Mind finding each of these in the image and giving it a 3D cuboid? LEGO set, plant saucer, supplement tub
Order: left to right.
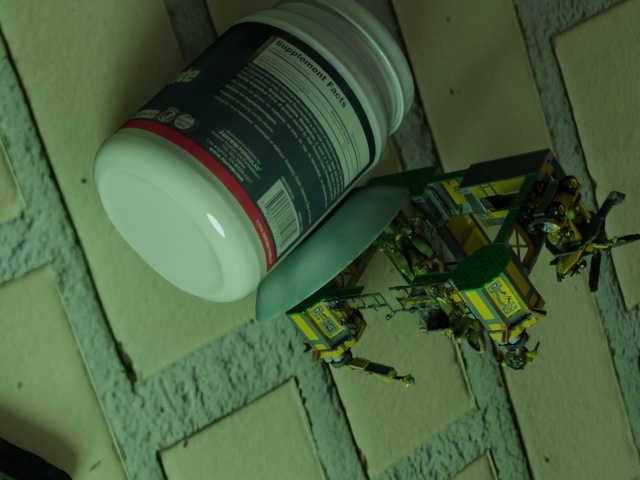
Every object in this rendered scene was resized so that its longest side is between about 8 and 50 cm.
[{"bbox_3d":[-0.059,-0.092,1.396,0.272,0.191,0.191,-46,116,-28],"label":"supplement tub"},{"bbox_3d":[0.000,0.000,1.448,0.037,0.195,0.195,49,62,-9],"label":"plant saucer"},{"bbox_3d":[0.148,0.055,1.498,0.192,0.331,0.255,52,41,-27],"label":"LEGO set"}]

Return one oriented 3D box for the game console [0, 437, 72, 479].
[{"bbox_3d":[-0.367,0.189,1.260,0.361,0.044,0.213,35,71,-31],"label":"game console"}]
